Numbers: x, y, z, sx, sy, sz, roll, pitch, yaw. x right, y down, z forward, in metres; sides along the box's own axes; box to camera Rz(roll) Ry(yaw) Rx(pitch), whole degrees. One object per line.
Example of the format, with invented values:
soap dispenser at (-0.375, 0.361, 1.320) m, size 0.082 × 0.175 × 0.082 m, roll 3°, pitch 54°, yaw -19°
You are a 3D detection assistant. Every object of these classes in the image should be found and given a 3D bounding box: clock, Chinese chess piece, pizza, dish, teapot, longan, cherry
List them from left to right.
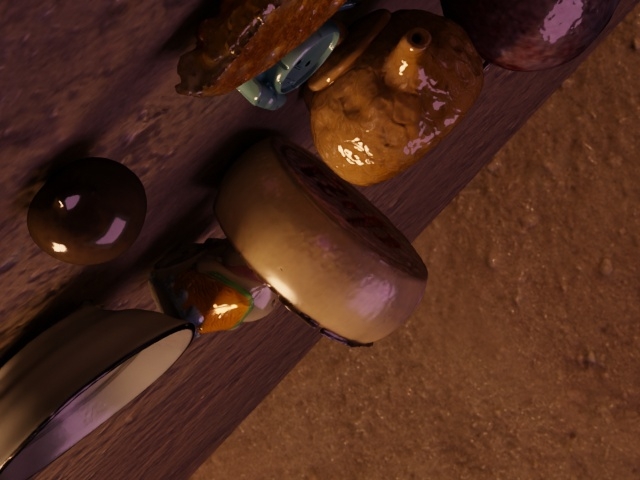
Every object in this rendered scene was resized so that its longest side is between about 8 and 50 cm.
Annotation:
dish at (-0.290, 0.160, 1.868) m, size 0.316 × 0.106 × 0.316 m, roll -39°, pitch 172°, yaw -7°
longan at (-0.209, -0.027, 1.490) m, size 0.113 × 0.092 × 0.113 m, roll -21°, pitch 158°, yaw -9°
clock at (-0.121, 0.051, 1.990) m, size 0.144 × 0.103 × 0.231 m, roll -28°, pitch -162°, yaw -13°
pizza at (-0.026, -0.232, 1.489) m, size 0.292 × 0.058 × 0.197 m, roll -42°, pitch 169°, yaw -26°
clock at (-0.021, -0.198, 1.683) m, size 0.147 × 0.045 × 0.108 m, roll -47°, pitch 171°, yaw 10°
Chinese chess piece at (0.000, 0.000, 1.918) m, size 0.112 × 0.270 × 0.270 m, roll -47°, pitch 170°, yaw 12°
teapot at (0.056, -0.172, 1.798) m, size 0.203 × 0.167 × 0.311 m, roll -49°, pitch -167°, yaw -20°
cherry at (0.246, -0.313, 1.835) m, size 0.230 × 0.203 × 0.300 m, roll -25°, pitch 149°, yaw -50°
